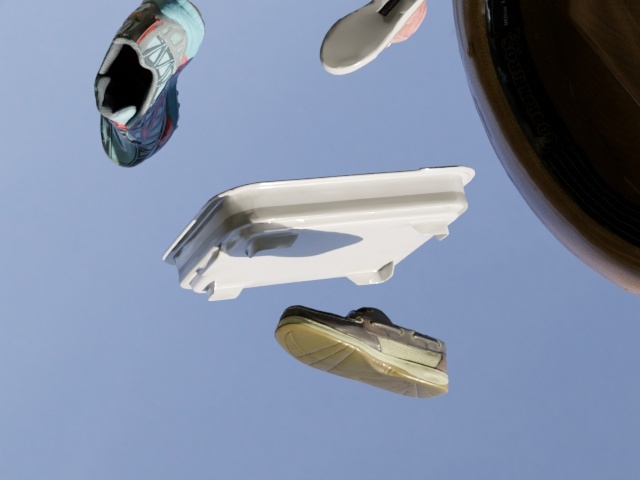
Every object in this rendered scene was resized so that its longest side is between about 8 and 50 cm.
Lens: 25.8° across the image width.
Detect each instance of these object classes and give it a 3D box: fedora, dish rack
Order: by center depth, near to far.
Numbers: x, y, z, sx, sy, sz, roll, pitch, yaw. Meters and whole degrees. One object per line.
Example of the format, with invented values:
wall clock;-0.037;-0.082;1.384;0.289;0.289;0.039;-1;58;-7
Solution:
fedora;0.129;-0.068;0.524;0.079;0.194;0.194;-26;-138;-22
dish rack;0.000;0.000;1.664;0.285;0.332;0.072;140;-58;-61

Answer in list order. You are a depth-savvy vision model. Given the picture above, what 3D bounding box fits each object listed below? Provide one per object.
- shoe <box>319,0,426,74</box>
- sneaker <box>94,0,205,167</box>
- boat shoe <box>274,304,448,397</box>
shoe;0.068;-0.249;1.672;0.063;0.081;0.178;39;-106;15
sneaker;-0.225;-0.171;1.604;0.104;0.262;0.125;34;-132;10
boat shoe;0.047;0.109;1.515;0.080;0.223;0.073;-29;-134;48
